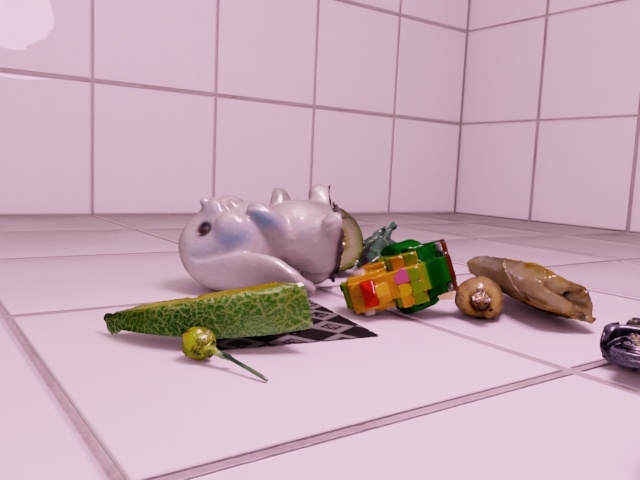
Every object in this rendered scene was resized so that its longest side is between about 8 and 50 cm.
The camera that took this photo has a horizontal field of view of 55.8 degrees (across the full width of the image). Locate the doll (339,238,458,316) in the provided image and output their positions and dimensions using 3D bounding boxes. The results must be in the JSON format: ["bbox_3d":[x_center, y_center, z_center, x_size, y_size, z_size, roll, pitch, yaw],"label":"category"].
[{"bbox_3d":[0.119,0.057,0.915,0.186,0.106,0.134,-18,5,-20],"label":"doll"}]

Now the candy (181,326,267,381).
[{"bbox_3d":[-0.098,0.121,0.631,0.122,0.035,0.035,17,-4,35],"label":"candy"}]

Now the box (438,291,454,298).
[{"bbox_3d":[0.178,0.090,1.047,0.093,0.015,0.058,0,9,-27],"label":"box"}]

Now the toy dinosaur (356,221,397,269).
[{"bbox_3d":[0.128,0.017,1.301,0.120,0.079,0.292,-32,9,5],"label":"toy dinosaur"}]

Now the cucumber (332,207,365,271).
[{"bbox_3d":[-0.003,0.002,1.284,0.134,0.135,0.244,1,0,-14],"label":"cucumber"}]

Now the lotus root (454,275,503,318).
[{"bbox_3d":[0.241,0.085,0.916,0.072,0.063,0.152,14,5,11],"label":"lotus root"}]

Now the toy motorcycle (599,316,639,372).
[{"bbox_3d":[0.392,0.119,0.694,0.193,0.061,0.124,-1,5,-18],"label":"toy motorcycle"}]

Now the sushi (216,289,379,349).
[{"bbox_3d":[-0.072,0.088,0.826,0.231,0.047,0.219,0,7,-25],"label":"sushi"}]

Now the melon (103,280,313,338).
[{"bbox_3d":[-0.140,0.077,0.724,0.261,0.053,0.114,-6,20,4],"label":"melon"}]

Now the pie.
[{"bbox_3d":[0.329,0.069,0.969,0.128,0.068,0.282,25,-1,-10],"label":"pie"}]

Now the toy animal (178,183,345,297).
[{"bbox_3d":[-0.088,0.003,1.050,0.289,0.174,0.249,5,18,13],"label":"toy animal"}]
